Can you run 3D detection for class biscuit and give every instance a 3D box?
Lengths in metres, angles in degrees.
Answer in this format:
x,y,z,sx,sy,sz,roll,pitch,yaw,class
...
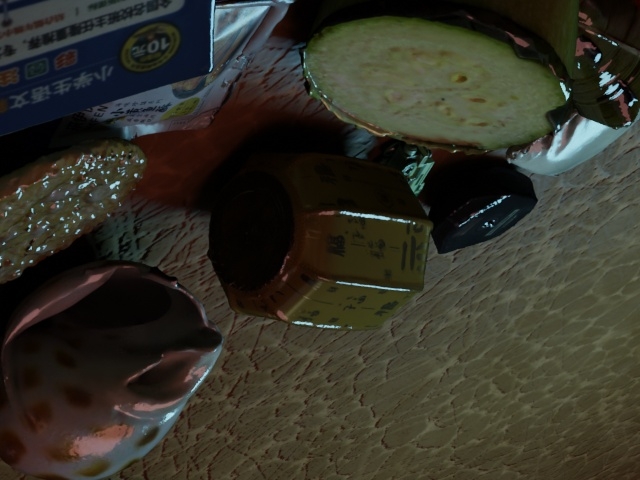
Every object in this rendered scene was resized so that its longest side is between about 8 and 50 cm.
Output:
x,y,z,sx,sy,sz,roll,pitch,yaw,class
-0.226,-0.015,1.218,0.220,0.033,0.220,-32,171,-6,biscuit

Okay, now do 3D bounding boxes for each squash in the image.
x,y,z,sx,sy,sz,roll,pitch,yaw,class
0.090,-0.162,1.230,0.220,0.133,0.220,3,154,2,squash

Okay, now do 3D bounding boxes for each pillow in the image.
x,y,z,sx,sy,sz,roll,pitch,yaw,class
0.287,-0.135,1.523,0.229,0.051,0.128,-38,159,19,pillow

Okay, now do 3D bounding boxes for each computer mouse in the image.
x,y,z,sx,sy,sz,roll,pitch,yaw,class
0.156,-0.036,1.583,0.099,0.057,0.172,-44,161,25,computer mouse

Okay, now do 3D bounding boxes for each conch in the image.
x,y,z,sx,sy,sz,roll,pitch,yaw,class
-0.216,0.119,1.391,0.275,0.182,0.149,-22,-175,0,conch

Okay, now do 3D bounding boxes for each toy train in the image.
x,y,z,sx,sy,sz,roll,pitch,yaw,class
0.077,-0.064,1.475,0.053,0.033,0.083,-15,151,-36,toy train

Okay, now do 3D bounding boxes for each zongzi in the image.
x,y,z,sx,sy,sz,roll,pitch,yaw,class
0.253,-0.214,1.373,0.178,0.081,0.189,-54,135,-8,zongzi

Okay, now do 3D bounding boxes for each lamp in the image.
x,y,z,sx,sy,sz,roll,pitch,yaw,class
0.000,0.000,1.384,0.161,0.161,0.185,-43,148,27,lamp

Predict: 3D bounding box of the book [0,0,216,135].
x,y,z,sx,sy,sz,roll,pitch,yaw,class
-0.190,-0.211,0.905,0.300,0.039,0.428,-18,147,-21,book

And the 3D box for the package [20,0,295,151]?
x,y,z,sx,sy,sz,roll,pitch,yaw,class
-0.121,-0.124,1.171,0.173,0.027,0.171,-13,157,-36,package

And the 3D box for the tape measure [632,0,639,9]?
x,y,z,sx,sy,sz,roll,pitch,yaw,class
0.302,-0.297,1.189,0.253,0.114,0.260,-33,150,10,tape measure
